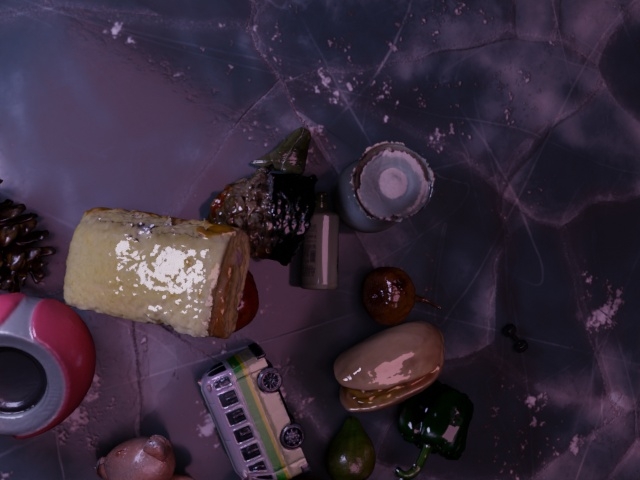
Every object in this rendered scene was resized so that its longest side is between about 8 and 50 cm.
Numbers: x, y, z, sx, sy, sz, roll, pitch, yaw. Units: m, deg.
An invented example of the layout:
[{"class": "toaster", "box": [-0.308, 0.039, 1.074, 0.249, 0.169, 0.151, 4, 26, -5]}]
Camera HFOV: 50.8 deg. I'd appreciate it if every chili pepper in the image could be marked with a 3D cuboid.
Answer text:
[{"class": "chili pepper", "box": [0.276, 0.482, 1.684, 0.165, 0.173, 0.261, 38, 75, -52]}]

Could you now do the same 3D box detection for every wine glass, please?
[{"class": "wine glass", "box": [0.130, -0.112, 1.549, 0.190, 0.357, 0.191, 0, 90, -5]}]

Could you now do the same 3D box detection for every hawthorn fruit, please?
[{"class": "hawthorn fruit", "box": [-0.221, 0.131, 1.509, 0.179, 0.200, 0.179, -2, 95, -21]}]

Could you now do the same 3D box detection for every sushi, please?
[{"class": "sushi", "box": [-0.136, -0.069, 1.524, 0.218, 0.238, 0.225, 19, 68, -12]}]

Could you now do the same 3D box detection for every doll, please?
[{"class": "doll", "box": [-0.346, 0.539, 1.515, 0.201, 0.156, 0.303, -21, 122, 22]}]

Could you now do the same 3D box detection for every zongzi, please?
[{"class": "zongzi", "box": [-0.090, -0.241, 1.632, 0.130, 0.062, 0.154, 12, 80, -5]}]

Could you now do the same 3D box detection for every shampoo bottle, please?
[{"class": "shampoo bottle", "box": [0.000, 0.000, 1.622, 0.087, 0.118, 0.234, 2, 89, -20]}]

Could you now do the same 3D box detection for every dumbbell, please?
[{"class": "dumbbell", "box": [0.529, 0.266, 1.830, 0.036, 0.040, 0.083, -35, 101, 17]}]

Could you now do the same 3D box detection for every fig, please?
[{"class": "fig", "box": [0.207, 0.135, 1.695, 0.201, 0.133, 0.146, -1, 104, -33]}, {"class": "fig", "box": [0.075, 0.509, 1.647, 0.123, 0.123, 0.156, 3, 77, -17]}]

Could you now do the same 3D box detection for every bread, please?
[{"class": "bread", "box": [-0.337, 0.057, 1.398, 0.375, 0.165, 0.237, 10, 86, 23]}]

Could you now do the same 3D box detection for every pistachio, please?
[{"class": "pistachio", "box": [0.175, 0.301, 1.658, 0.299, 0.187, 0.188, -20, 96, -12]}]

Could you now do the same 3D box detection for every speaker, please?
[{"class": "speaker", "box": [-0.612, 0.245, 1.349, 0.294, 0.294, 0.295, 0, 90, -18]}]

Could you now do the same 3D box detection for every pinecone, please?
[{"class": "pinecone", "box": [-0.690, -0.012, 1.360, 0.309, 0.244, 0.244, 33, 80, -30]}]

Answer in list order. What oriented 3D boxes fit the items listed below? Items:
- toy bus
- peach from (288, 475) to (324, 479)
[{"class": "toy bus", "box": [-0.151, 0.414, 1.560, 0.179, 0.143, 0.306, -23, 97, -14]}, {"class": "peach", "box": [-0.041, 0.678, 1.529, 0.361, 0.201, 0.258, -23, 83, -31]}]
